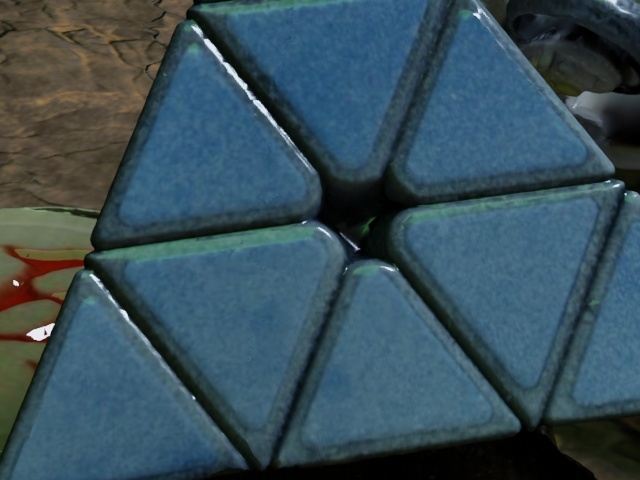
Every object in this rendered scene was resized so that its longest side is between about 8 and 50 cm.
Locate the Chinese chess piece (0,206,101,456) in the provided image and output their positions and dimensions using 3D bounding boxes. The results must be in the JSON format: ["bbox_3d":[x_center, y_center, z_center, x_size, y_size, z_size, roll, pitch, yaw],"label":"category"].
[{"bbox_3d":[-0.154,0.077,1.014,0.249,0.103,0.250,0,30,0],"label":"Chinese chess piece"}]

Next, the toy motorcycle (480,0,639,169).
[{"bbox_3d":[0.105,-0.098,1.191,0.340,0.223,0.108,11,69,52],"label":"toy motorcycle"}]

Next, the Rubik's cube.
[{"bbox_3d":[0.005,0.004,0.835,0.228,0.233,0.229,30,31,-38],"label":"Rubik's cube"}]

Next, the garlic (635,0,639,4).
[{"bbox_3d":[0.331,-0.169,1.252,0.322,0.241,0.322,2,44,-2],"label":"garlic"}]

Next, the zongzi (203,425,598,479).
[{"bbox_3d":[-0.013,0.117,0.912,0.286,0.134,0.288,0,24,2],"label":"zongzi"}]
